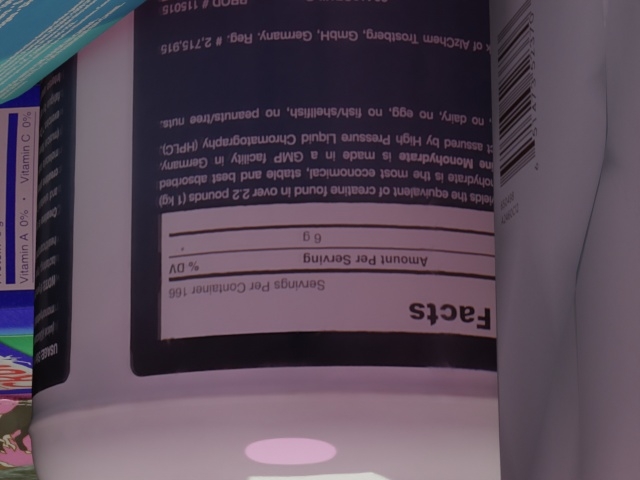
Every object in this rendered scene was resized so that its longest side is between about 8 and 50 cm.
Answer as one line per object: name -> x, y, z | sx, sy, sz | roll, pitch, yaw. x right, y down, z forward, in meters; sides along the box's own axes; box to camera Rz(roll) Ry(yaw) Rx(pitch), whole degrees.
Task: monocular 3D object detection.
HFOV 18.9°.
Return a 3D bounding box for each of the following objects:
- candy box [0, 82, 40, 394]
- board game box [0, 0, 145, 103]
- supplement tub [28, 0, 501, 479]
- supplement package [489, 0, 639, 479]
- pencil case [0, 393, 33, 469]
candy box -> -0.103, 0.006, 1.013 | 0.317, 0.122, 0.268 | -2, 168, 10
board game box -> -0.150, -0.060, 0.421 | 0.336, 0.079, 0.254 | -27, 180, -42
supplement tub -> 0.000, 0.000, 0.647 | 0.191, 0.272, 0.191 | 0, 168, 0
supplement package -> 0.135, -0.047, 0.466 | 0.145, 0.262, 0.204 | 3, 167, -10
pencil case -> -0.118, 0.084, 1.296 | 0.386, 0.167, 0.160 | -1, 135, 0
